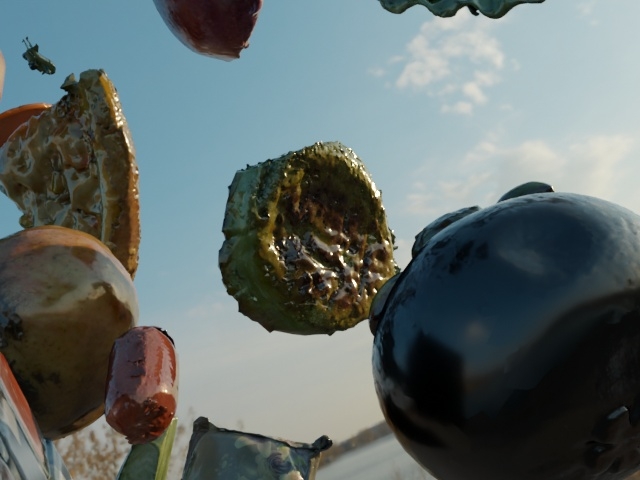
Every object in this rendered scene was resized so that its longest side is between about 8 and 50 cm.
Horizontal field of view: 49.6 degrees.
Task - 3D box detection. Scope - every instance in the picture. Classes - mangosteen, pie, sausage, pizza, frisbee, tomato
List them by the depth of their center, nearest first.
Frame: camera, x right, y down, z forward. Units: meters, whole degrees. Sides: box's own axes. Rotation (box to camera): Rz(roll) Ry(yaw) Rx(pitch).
[{"bbox_3d":[0.165,0.070,0.602,0.275,0.302,0.275,-12,-55,-17],"label":"mangosteen"},{"bbox_3d":[-0.178,0.142,0.697,0.076,0.141,0.076,-4,-60,-6],"label":"sausage"},{"bbox_3d":[0.000,0.000,1.058,0.355,0.288,0.103,-21,7,-41],"label":"pie"},{"bbox_3d":[-0.214,-0.449,1.162,0.176,0.335,0.289,-4,-44,-25],"label":"tomato"},{"bbox_3d":[-0.450,-0.124,1.279,0.392,0.435,0.080,-56,-16,27],"label":"pizza"},{"bbox_3d":[-0.645,-0.246,1.502,0.192,0.035,0.192,-28,-11,-6],"label":"frisbee"}]

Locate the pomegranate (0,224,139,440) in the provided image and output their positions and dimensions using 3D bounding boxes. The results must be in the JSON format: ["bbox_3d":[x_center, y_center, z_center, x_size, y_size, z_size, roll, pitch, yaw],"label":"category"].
[{"bbox_3d":[-0.406,0.135,1.003,0.322,0.322,0.322,-20,-16,-6],"label":"pomegranate"}]

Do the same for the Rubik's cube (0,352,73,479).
[{"bbox_3d":[-0.348,0.226,0.437,0.362,0.358,0.363,-23,20,-22],"label":"Rubik's cube"}]

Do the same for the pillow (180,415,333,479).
[{"bbox_3d":[-0.079,0.290,0.640,0.169,0.255,0.059,-1,-43,16],"label":"pillow"}]

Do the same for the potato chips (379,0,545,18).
[{"bbox_3d":[0.249,-0.378,0.965,0.373,0.097,0.389,-7,21,25],"label":"potato chips"}]

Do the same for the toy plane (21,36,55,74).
[{"bbox_3d":[-0.458,-0.291,1.127,0.033,0.080,0.083,-36,-17,-5],"label":"toy plane"}]

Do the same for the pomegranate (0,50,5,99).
[{"bbox_3d":[-0.694,-0.298,1.231,0.252,0.270,0.229,32,-85,-32],"label":"pomegranate"}]

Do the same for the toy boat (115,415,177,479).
[{"bbox_3d":[-0.326,0.447,1.217,0.093,0.293,0.055,14,-12,10],"label":"toy boat"}]
